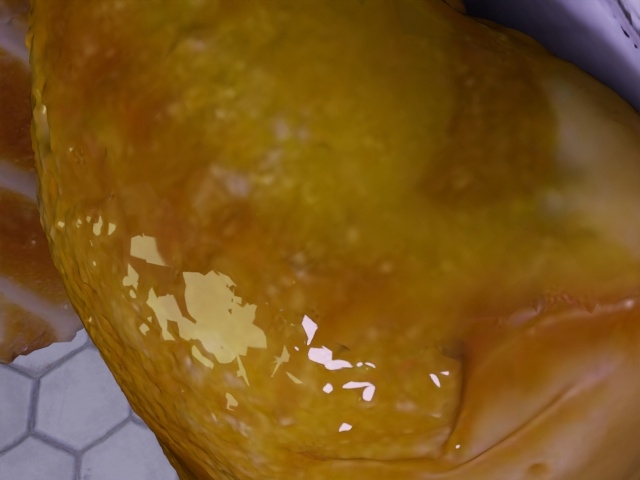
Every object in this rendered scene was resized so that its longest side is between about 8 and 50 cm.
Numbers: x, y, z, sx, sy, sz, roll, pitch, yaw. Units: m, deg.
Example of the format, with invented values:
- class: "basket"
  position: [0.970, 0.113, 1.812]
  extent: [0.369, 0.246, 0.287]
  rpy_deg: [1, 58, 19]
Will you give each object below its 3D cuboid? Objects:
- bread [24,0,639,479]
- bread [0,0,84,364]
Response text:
- class: "bread"
  position: [0.000, 0.000, 0.681]
  extent: [0.361, 0.250, 0.394]
  rpy_deg: [53, 173, 26]
- class: "bread"
  position: [-0.215, -0.140, 0.974]
  extent: [0.390, 0.371, 0.279]
  rpy_deg: [69, 177, -59]
